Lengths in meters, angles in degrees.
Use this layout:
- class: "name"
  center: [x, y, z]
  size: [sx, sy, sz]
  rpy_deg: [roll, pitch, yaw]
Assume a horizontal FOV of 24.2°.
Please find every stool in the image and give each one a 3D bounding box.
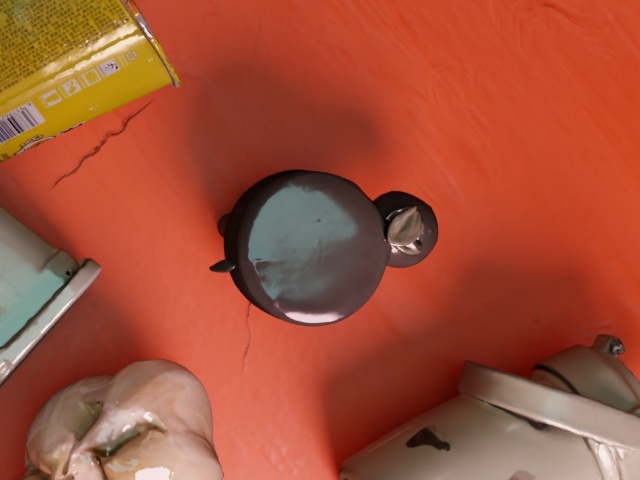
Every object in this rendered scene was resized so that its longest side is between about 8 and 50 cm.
- class: "stool"
  center: [0.000, 0.009, 1.531]
  size: [0.228, 0.139, 0.153]
  rpy_deg: [12, 91, -16]

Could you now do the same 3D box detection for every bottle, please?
- class: "bottle"
  center: [0.210, 0.227, 1.565]
  size: [0.351, 0.229, 0.229]
  rpy_deg: [-30, 100, -12]

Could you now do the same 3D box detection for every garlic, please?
- class: "garlic"
  center: [-0.218, 0.239, 1.464]
  size: [0.184, 0.203, 0.281]
  rpy_deg: [37, 100, 25]

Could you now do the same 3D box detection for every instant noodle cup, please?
- class: "instant noodle cup"
  center: [-0.280, -0.205, 1.400]
  size: [0.200, 0.264, 0.264]
  rpy_deg: [-33, 101, -1]

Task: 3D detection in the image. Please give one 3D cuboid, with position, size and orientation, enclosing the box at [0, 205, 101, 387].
- class: "box"
  center: [-0.378, 0.087, 1.429]
  size: [0.182, 0.175, 0.312]
  rpy_deg: [41, 83, -4]
